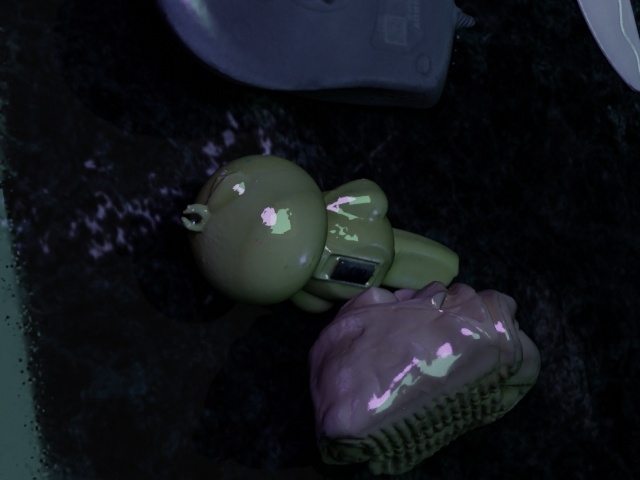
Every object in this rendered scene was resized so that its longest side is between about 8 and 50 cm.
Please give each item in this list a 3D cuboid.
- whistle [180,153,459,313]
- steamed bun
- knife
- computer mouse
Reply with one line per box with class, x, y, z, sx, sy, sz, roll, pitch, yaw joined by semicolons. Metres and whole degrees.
whistle;-0.007;-0.006;1.482;0.294;0.141;0.141;5;78;-47
steamed bun;0.076;0.108;1.460;0.218;0.211;0.144;-31;67;-3
knife;0.290;-0.319;1.734;0.081;0.043;0.336;-12;89;-24
computer mouse;-0.013;-0.220;1.502;0.371;0.122;0.188;4;86;-37
